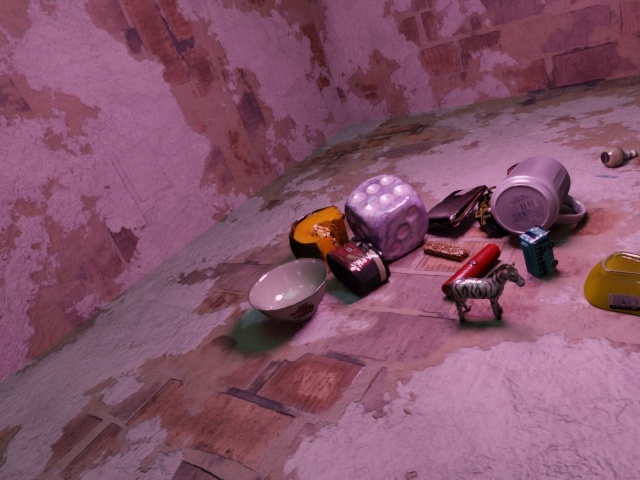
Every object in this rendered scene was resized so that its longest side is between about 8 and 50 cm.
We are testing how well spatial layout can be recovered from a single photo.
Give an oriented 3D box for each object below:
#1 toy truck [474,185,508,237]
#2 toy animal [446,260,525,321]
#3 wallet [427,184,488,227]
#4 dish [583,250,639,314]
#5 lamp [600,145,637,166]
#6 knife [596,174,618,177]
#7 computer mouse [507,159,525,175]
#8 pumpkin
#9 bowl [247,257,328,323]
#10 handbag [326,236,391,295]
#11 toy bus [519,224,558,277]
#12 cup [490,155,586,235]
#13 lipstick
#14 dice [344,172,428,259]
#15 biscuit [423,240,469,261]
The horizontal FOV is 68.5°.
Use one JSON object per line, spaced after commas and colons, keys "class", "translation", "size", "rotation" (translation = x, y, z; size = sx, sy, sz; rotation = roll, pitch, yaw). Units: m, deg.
{"class": "toy truck", "translation": [0.713, -0.115, 1.972], "size": [0.127, 0.127, 0.257], "rotation": [-25, 21, 29]}
{"class": "toy animal", "translation": [0.529, 0.170, 1.482], "size": [0.255, 0.169, 0.090], "rotation": [-27, 13, 32]}
{"class": "wallet", "translation": [0.586, -0.147, 2.069], "size": [0.262, 0.071, 0.221], "rotation": [-43, 11, -18]}
{"class": "dish", "translation": [0.914, 0.109, 1.373], "size": [0.221, 0.108, 0.263], "rotation": [-35, 28, -25]}
{"class": "lamp", "translation": [1.329, -0.377, 2.079], "size": [0.164, 0.090, 0.091], "rotation": [-9, 23, -10]}
{"class": "knife", "translation": [1.234, -0.276, 2.023], "size": [0.014, 0.005, 0.091], "rotation": [-31, 26, -25]}
{"class": "computer mouse", "translation": [0.996, -0.317, 2.165], "size": [0.183, 0.116, 0.323], "rotation": [-17, 24, -3]}
{"class": "pumpkin", "translation": [0.000, 0.000, 2.154], "size": [0.303, 0.225, 0.256], "rotation": [-36, 31, -31]}
{"class": "bowl", "translation": [-0.105, 0.225, 1.862], "size": [0.338, 0.157, 0.337], "rotation": [-17, 26, 9]}
{"class": "handbag", "translation": [0.155, 0.090, 1.912], "size": [0.182, 0.181, 0.254], "rotation": [-31, 30, -16]}
{"class": "toy bus", "translation": [0.735, 0.038, 1.590], "size": [0.092, 0.160, 0.079], "rotation": [-25, 25, -4]}
{"class": "cup", "translation": [0.847, -0.152, 1.805], "size": [0.323, 0.236, 0.327], "rotation": [33, 38, 18]}
{"class": "lipstick", "translation": [0.549, 0.109, 1.698], "size": [0.280, 0.073, 0.073], "rotation": [-36, 29, -27]}
{"class": "dice", "translation": [0.283, -0.100, 2.025], "size": [0.270, 0.271, 0.270], "rotation": [-32, 41, -10]}
{"class": "biscuit", "translation": [0.506, 0.042, 1.907], "size": [0.064, 0.034, 0.199], "rotation": [-36, 28, -27]}
